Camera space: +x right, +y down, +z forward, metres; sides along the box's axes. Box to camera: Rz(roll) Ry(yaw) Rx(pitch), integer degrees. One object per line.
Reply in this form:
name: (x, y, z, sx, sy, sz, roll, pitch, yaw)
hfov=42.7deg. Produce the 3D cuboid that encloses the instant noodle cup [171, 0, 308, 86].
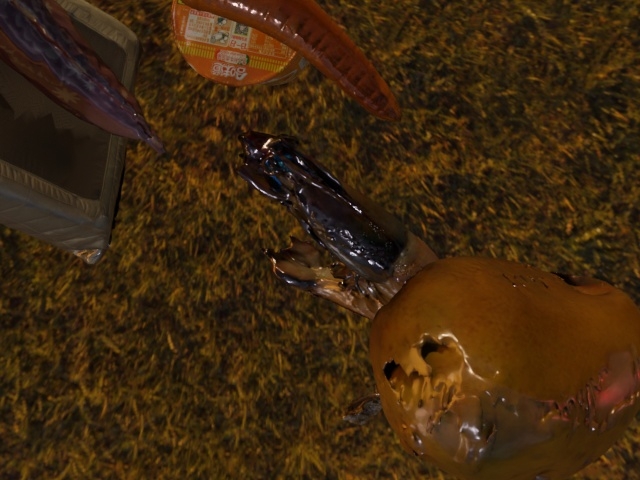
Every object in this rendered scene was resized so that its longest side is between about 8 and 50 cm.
instant noodle cup: (-0.077, -0.261, 1.008, 0.169, 0.185, 0.168, 0, 93, 8)

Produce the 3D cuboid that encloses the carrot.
carrot: (-0.026, -0.201, 0.763, 0.271, 0.062, 0.066, 26, 70, -11)

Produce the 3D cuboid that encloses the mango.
mango: (0.125, 0.081, 0.517, 0.156, 0.249, 0.151, -13, 80, 30)

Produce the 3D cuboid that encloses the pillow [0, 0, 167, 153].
pillow: (-0.158, -0.113, 0.426, 0.043, 0.118, 0.185, -49, 134, -12)

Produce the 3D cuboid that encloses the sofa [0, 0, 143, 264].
sofa: (-0.276, -0.103, 0.653, 0.176, 0.225, 0.210, -9, 70, 35)

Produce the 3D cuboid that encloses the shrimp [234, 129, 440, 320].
shrimp: (0.000, 0.000, 0.762, 0.290, 0.222, 0.054, 44, 66, -31)

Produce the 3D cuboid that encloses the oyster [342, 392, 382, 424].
oyster: (0.080, 0.254, 1.235, 0.083, 0.081, 0.038, -18, 91, 20)
